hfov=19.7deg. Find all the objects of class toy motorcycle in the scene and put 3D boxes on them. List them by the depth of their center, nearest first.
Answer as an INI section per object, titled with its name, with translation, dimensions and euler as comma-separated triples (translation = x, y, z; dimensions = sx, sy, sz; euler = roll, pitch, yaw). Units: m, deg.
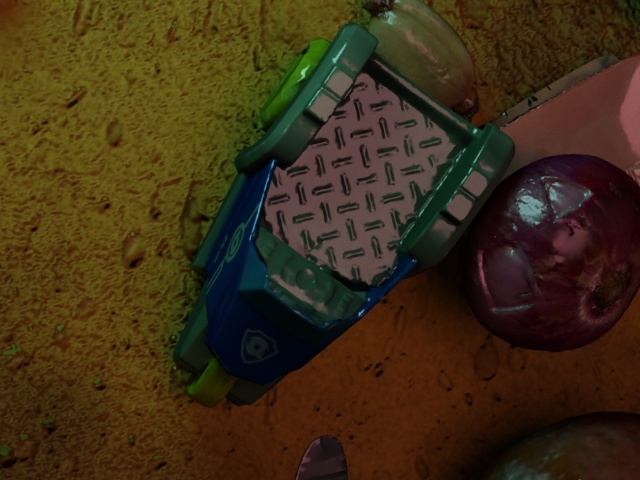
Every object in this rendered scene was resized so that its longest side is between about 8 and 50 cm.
[toy motorcycle]
translation = 0.000, 0.000, 1.506
dimensions = 0.191, 0.200, 0.326
euler = 35, 82, -9

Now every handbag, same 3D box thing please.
[handbag]
translation = 0.232, -0.062, 1.681
dimensions = 0.212, 0.059, 0.157
euler = -31, 103, -17

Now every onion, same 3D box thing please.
[onion]
translation = 0.200, 0.008, 1.563
dimensions = 0.177, 0.153, 0.177
euler = -11, 140, -10

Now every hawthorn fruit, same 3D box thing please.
[hawthorn fruit]
translation = 0.262, 0.267, 1.622
dimensions = 0.263, 0.231, 0.235
euler = -6, 106, -17

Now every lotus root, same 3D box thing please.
[lotus root]
translation = 0.091, -0.161, 1.614
dimensions = 0.150, 0.062, 0.073
euler = 47, 53, -20

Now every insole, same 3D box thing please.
[insole]
translation = -0.001, 0.248, 1.633
dimensions = 0.053, 0.002, 0.152
euler = 0, 93, -23

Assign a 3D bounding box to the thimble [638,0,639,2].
[thimble]
translation = 0.355, -0.286, 1.661
dimensions = 0.125, 0.163, 0.189
euler = -7, 117, -23
